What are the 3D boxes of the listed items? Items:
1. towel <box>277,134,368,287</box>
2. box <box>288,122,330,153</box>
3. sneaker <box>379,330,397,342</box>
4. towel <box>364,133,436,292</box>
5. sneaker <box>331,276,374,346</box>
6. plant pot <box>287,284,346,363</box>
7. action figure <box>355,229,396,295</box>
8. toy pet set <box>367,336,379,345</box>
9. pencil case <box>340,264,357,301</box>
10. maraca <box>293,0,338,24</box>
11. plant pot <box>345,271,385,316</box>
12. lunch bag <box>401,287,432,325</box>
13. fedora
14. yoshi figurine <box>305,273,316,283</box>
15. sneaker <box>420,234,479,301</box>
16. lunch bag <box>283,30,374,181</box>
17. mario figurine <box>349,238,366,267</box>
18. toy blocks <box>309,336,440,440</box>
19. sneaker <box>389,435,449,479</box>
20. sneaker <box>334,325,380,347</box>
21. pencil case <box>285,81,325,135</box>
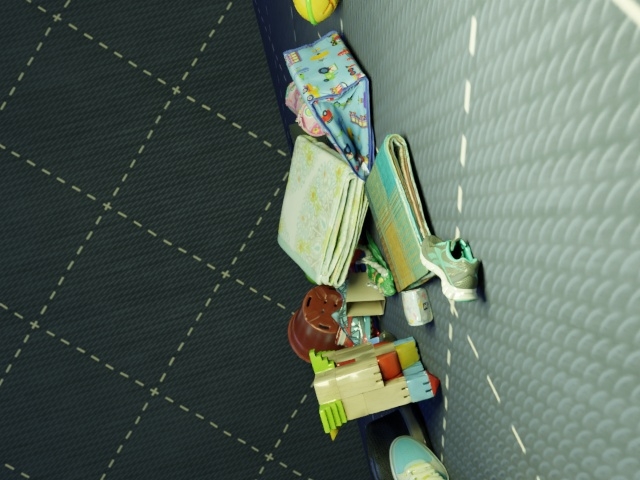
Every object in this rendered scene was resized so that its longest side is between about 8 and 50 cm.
[{"bbox_3d":[-0.001,-0.083,1.826,0.374,0.090,0.320,42,122,57],"label":"towel"},{"bbox_3d":[-0.030,-0.277,2.295,0.207,0.108,0.153,82,172,-51],"label":"box"},{"bbox_3d":[0.204,0.331,1.833,0.089,0.051,0.170,-122,14,-72],"label":"sneaker"},{"bbox_3d":[0.158,-0.038,1.382,0.370,0.040,0.271,101,152,-80],"label":"towel"},{"bbox_3d":[0.097,0.239,2.060,0.104,0.125,0.262,8,-102,-79],"label":"sneaker"},{"bbox_3d":[0.019,0.310,2.650,0.265,0.272,0.272,104,152,-61],"label":"plant pot"},{"bbox_3d":[0.143,0.080,1.759,0.232,0.063,0.137,-123,22,-63],"label":"action figure"},{"bbox_3d":[0.181,0.331,1.958,0.122,0.065,0.114,100,155,-76],"label":"toy pet set"},{"bbox_3d":[0.086,0.091,2.211,0.098,0.095,0.209,-10,97,51],"label":"pencil case"},{"bbox_3d":[-0.005,-0.543,1.478,0.127,0.099,0.186,85,-164,-46],"label":"maraca"},{"bbox_3d":[0.121,0.147,1.929,0.109,0.109,0.096,86,180,-62],"label":"plant pot"},{"bbox_3d":[0.196,0.135,1.393,0.083,0.053,0.071,30,-133,-84],"label":"lunch bag"},{"bbox_3d":[0.212,0.591,1.859,0.334,0.152,0.334,166,90,-84],"label":"fedora"},{"bbox_3d":[-0.002,0.021,2.368,0.203,0.203,0.362,58,170,42],"label":"yoshi figurine"},{"bbox_3d":[0.205,0.024,1.062,0.166,0.065,0.076,-119,32,-58],"label":"sneaker"},{"bbox_3d":[0.045,-0.281,1.557,0.293,0.138,0.221,66,-179,-46],"label":"lunch bag"},{"bbox_3d":[0.022,-0.065,1.961,0.198,0.170,0.320,8,-108,-68],"label":"mario figurine"},{"bbox_3d":[0.126,0.309,1.592,0.381,0.261,0.191,-68,-39,-88],"label":"toy blocks"},{"bbox_3d":[0.251,0.551,1.547,0.208,0.127,0.319,79,164,-50],"label":"sneaker"},{"bbox_3d":[0.135,0.236,2.141,0.087,0.128,0.221,-159,89,-82],"label":"sneaker"},{"bbox_3d":[-0.028,-0.384,1.959,0.284,0.124,0.124,-114,11,-63],"label":"pencil case"}]
